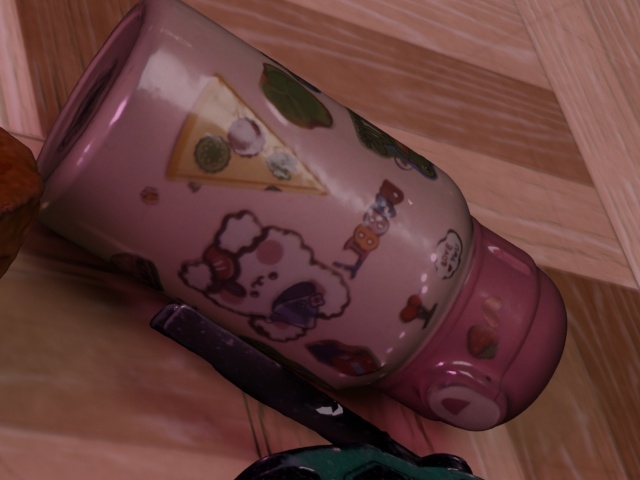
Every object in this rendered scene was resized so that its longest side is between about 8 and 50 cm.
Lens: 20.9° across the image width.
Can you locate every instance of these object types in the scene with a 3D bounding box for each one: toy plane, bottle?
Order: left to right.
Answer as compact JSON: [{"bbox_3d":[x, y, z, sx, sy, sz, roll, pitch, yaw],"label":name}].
[{"bbox_3d":[0.000,0.000,0.794,0.253,0.120,0.120,31,37,-16],"label":"bottle"},{"bbox_3d":[0.090,0.155,0.746,0.382,0.106,0.155,23,28,-19],"label":"toy plane"}]

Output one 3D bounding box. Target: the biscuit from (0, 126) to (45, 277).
[{"bbox_3d":[-0.256,-0.042,0.588,0.277,0.052,0.262,35,27,25],"label":"biscuit"}]
